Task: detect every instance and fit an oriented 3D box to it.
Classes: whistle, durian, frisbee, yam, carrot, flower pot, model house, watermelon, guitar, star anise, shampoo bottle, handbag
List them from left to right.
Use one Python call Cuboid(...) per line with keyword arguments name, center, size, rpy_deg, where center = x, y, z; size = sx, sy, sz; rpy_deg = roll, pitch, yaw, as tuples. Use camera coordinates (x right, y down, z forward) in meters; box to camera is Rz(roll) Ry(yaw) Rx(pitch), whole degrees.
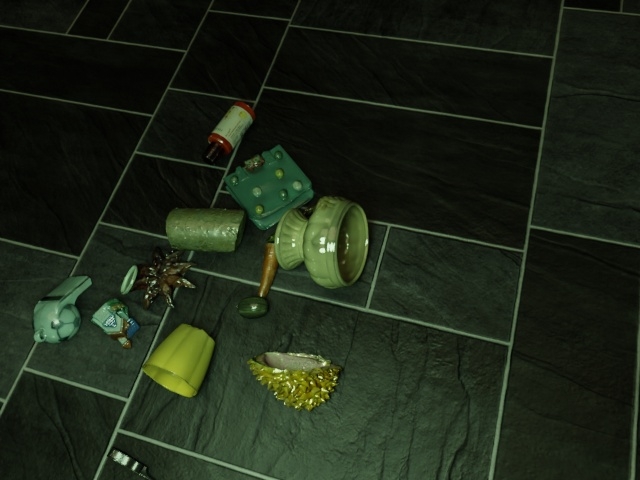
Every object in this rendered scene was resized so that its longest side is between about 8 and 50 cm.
Cuboid(name="whistle", center=(-0.888, 0.256, 1.909), size=(0.163, 0.163, 0.289), rpy_deg=(5, 27, 10))
Cuboid(name="model house", center=(-0.670, 0.287, 1.858), size=(0.149, 0.148, 0.119), rpy_deg=(43, 71, 10))
Cuboid(name="frisbee", center=(-0.671, 0.139, 1.946), size=(0.014, 0.110, 0.110), rpy_deg=(28, 62, -28))
Cuboid(name="guitar", center=(-0.523, 0.703, 1.662), size=(0.271, 0.084, 0.038), rpy_deg=(28, 68, 13))
Cuboid(name="star anise", center=(-0.560, 0.113, 1.941), size=(0.272, 0.102, 0.272), rpy_deg=(-6, 61, 10))
Cuboid(name="flower pot", center=(-0.437, 0.372, 1.760), size=(0.195, 0.195, 0.179), rpy_deg=(16, 54, 15))
Cuboid(name="yam", center=(-0.397, -0.037, 1.959), size=(0.268, 0.161, 0.161), rpy_deg=(2, 63, 1))
Cuboid(name="shampoo bottle", center=(-0.370, -0.415, 2.183), size=(0.104, 0.104, 0.278), rpy_deg=(24, 69, 18))
Cuboid(name="watermelon", center=(-0.229, 0.225, 1.855), size=(0.111, 0.078, 0.078), rpy_deg=(-8, 62, 10))
Cuboid(name="carrot", center=(-0.183, 0.113, 1.924), size=(0.061, 0.061, 0.209), rpy_deg=(7, 69, 11))
Cuboid(name="handbag", center=(-0.194, -0.206, 2.057), size=(0.269, 0.100, 0.274), rpy_deg=(-33, 64, -8))
Cuboid(name="durian", center=(-0.102, 0.408, 1.688), size=(0.305, 0.195, 0.185), rpy_deg=(14, 73, 12))
Cuboid(name="flower pot", center=(0.000, 0.000, 1.832), size=(0.244, 0.307, 0.307), rpy_deg=(5, 63, 25))

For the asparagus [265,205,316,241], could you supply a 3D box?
Cuboid(name="asparagus", center=(-0.104, -0.063, 2.012), size=(0.236, 0.027, 0.034), rpy_deg=(-37, 44, -12))
